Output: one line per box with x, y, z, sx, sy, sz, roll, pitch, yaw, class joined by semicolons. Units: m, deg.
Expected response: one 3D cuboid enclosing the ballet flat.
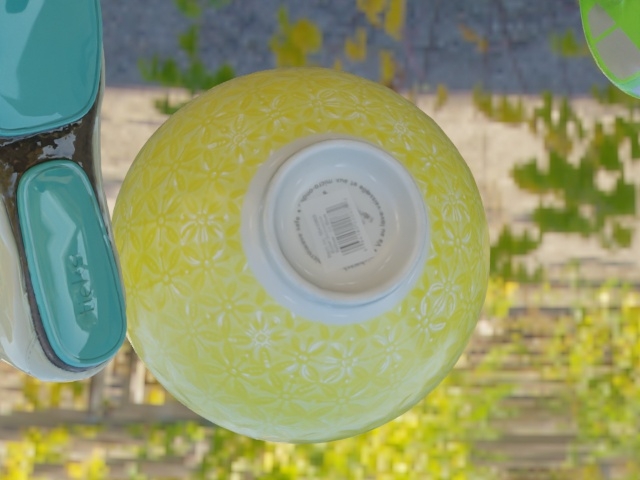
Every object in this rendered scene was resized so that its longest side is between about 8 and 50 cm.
-0.153;-0.050;0.912;0.086;0.248;0.086;-4;-173;0;ballet flat

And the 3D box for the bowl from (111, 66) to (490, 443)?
0.000;0.000;1.281;0.289;0.289;0.156;7;170;-12;bowl

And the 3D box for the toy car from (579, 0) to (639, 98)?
0.103;-0.115;0.699;0.239;0.225;0.053;-2;132;-33;toy car
